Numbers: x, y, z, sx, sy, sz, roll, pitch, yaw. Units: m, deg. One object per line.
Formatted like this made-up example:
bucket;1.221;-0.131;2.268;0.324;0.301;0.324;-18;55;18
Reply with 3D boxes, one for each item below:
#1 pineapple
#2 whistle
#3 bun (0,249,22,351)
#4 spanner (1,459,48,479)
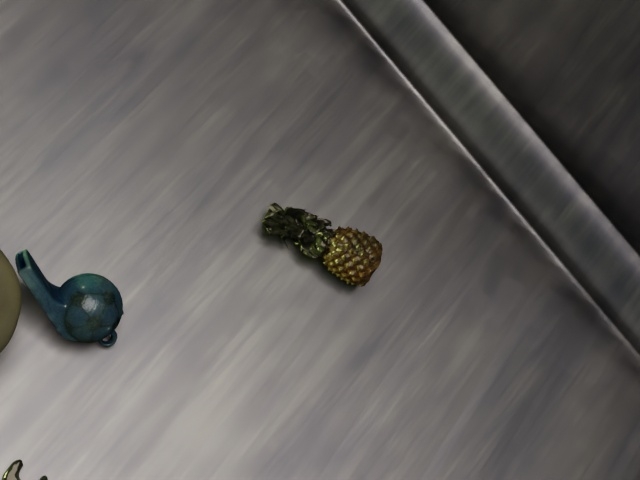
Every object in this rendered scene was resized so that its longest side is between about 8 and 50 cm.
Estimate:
pineapple;0.000;0.000;1.536;0.159;0.074;0.074;26;66;-5
whistle;-0.283;0.065;1.400;0.090;0.090;0.158;-42;124;-25
bun;-0.415;0.073;1.345;0.172;0.120;0.173;-3;72;9
spanner;-0.368;0.369;1.321;0.054;0.015;0.255;23;67;-10
